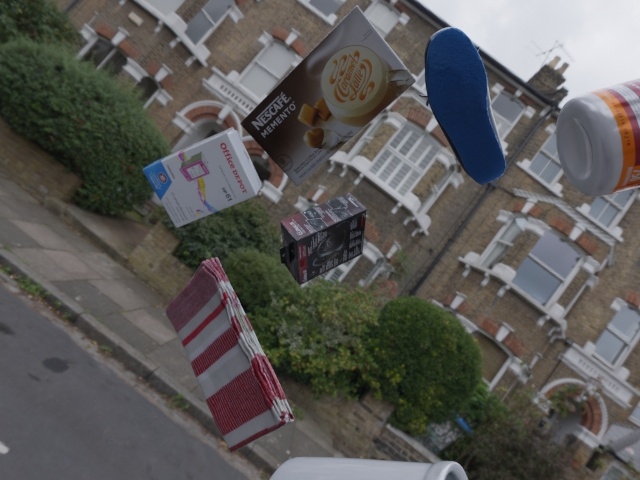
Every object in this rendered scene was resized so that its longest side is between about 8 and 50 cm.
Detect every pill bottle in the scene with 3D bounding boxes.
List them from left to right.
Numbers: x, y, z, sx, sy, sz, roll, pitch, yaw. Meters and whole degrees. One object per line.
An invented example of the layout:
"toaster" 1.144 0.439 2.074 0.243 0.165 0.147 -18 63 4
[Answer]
"pill bottle" 0.282 -0.092 0.323 0.086 0.152 0.085 -14 90 -80

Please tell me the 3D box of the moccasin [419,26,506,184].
"moccasin" 0.297 -0.280 0.894 0.116 0.138 0.341 -82 151 -61

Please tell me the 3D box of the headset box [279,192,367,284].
"headset box" 0.000 0.000 0.387 0.032 0.083 0.062 49 -27 37

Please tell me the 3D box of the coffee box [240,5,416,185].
"coffee box" 0.012 -0.225 0.672 0.141 0.247 0.098 49 17 -9

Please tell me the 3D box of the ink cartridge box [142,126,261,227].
"ink cartridge box" -0.152 -0.083 0.543 0.052 0.123 0.088 -93 160 -69

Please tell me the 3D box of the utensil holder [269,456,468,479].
"utensil holder" 0.100 0.625 0.848 0.386 0.327 0.327 -12 -36 30

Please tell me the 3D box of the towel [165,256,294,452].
"towel" -0.194 0.227 0.791 0.037 0.237 0.328 -13 66 -46
